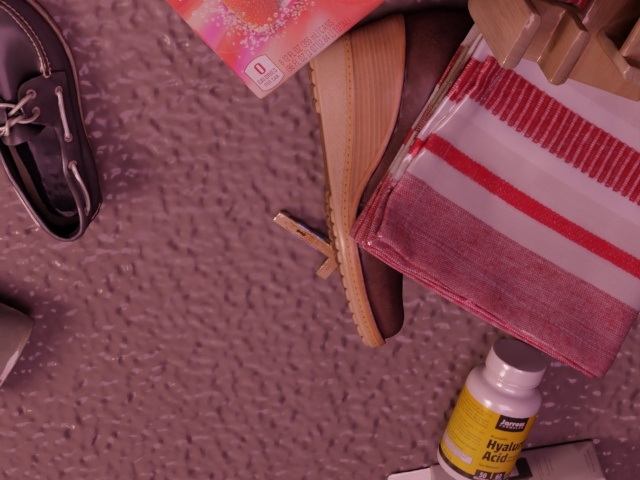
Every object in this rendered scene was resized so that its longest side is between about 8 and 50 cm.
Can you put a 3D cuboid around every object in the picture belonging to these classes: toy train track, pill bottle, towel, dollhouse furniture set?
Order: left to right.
[{"bbox_3d":[0.000,0.000,1.418,0.083,0.014,0.048,33,120,-15],"label":"toy train track"},{"bbox_3d":[0.143,0.141,1.482,0.065,0.065,0.116,13,118,-12],"label":"pill bottle"},{"bbox_3d":[0.198,-0.085,1.308,0.237,0.037,0.329,28,94,-23],"label":"towel"},{"bbox_3d":[0.237,-0.216,1.220,0.212,0.161,0.242,16,119,-24],"label":"dollhouse furniture set"}]

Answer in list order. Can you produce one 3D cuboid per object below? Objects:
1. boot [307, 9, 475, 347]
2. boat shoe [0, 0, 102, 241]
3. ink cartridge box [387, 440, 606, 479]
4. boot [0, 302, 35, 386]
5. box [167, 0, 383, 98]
[{"bbox_3d":[0.105,-0.049,1.337,0.207,0.090,0.248,-8,106,-3],"label":"boot"},{"bbox_3d":[-0.209,-0.091,1.315,0.075,0.065,0.206,-15,120,4],"label":"boat shoe"},{"bbox_3d":[0.154,0.241,1.544,0.180,0.060,0.104,-10,121,1],"label":"ink cartridge box"},{"bbox_3d":[-0.356,0.086,1.410,0.208,0.076,0.190,29,116,-27],"label":"boot"},{"bbox_3d":[0.020,-0.260,1.193,0.300,0.142,0.154,-37,116,15],"label":"box"}]
